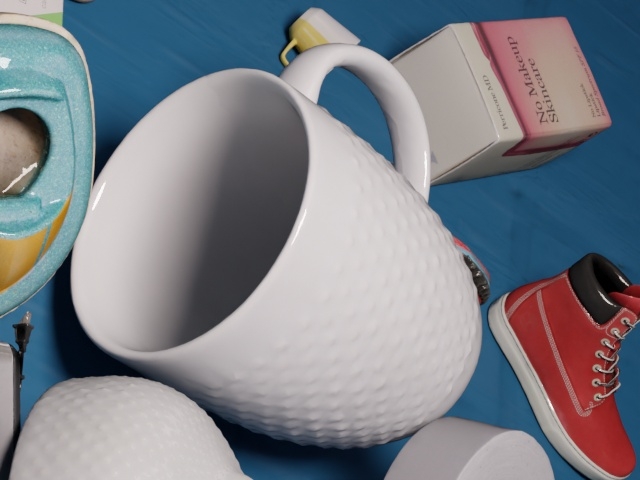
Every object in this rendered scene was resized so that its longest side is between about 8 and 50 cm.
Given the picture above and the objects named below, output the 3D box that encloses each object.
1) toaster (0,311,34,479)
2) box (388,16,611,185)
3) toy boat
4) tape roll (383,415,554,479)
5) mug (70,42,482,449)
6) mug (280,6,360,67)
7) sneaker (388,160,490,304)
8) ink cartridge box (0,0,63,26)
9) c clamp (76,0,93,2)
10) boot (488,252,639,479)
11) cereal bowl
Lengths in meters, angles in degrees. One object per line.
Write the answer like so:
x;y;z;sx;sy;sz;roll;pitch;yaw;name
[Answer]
-0.300;0.157;1.371;0.110;0.168;0.185;17;56;-37;toaster
0.201;-0.162;2.110;0.232;0.127;0.148;-11;76;-49;box
-0.317;-0.040;1.449;0.318;0.148;0.267;-9;116;-31;toy boat
0.130;0.273;1.672;0.219;0.072;0.219;-14;108;-51;tape roll
0.000;0.000;1.668;0.328;0.276;0.374;35;64;-42;mug
-0.003;-0.214;1.987;0.064;0.062;0.078;47;34;-2;mug
0.087;-0.028;1.933;0.262;0.104;0.125;39;42;-23;sneaker
-0.362;-0.216;1.574;0.273;0.115;0.198;22;53;-36;ink cartridge box
-0.258;-0.302;1.805;0.137;0.022;0.160;37;45;-24;c clamp
0.311;0.139;2.004;0.244;0.176;0.088;59;38;-3;boot
-0.113;0.265;1.398;0.339;0.141;0.338;-8;90;-79;cereal bowl
